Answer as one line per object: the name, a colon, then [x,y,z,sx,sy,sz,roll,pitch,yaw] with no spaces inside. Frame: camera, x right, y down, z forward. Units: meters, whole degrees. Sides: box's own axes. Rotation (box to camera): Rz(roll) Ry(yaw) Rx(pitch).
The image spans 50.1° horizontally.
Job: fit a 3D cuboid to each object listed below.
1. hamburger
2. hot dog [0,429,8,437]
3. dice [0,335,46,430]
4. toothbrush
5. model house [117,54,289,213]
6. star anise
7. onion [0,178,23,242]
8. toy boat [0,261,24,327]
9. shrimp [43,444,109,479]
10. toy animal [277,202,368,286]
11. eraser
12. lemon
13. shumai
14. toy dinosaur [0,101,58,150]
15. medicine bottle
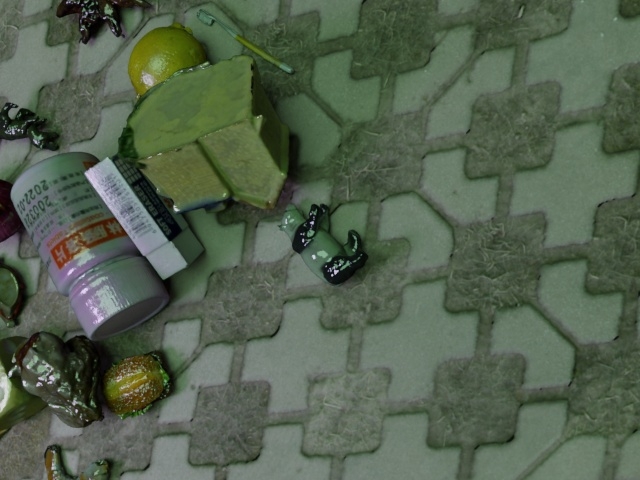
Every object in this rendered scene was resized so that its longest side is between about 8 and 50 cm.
hamburger: [-0.422,0.329,1.556,0.166,0.087,0.137,-23,80,13]
hot dog: [-0.804,0.480,1.678,0.090,0.034,0.030,-46,76,7]
dice: [-0.741,0.338,1.603,0.169,0.166,0.169,-36,78,11]
toothbrush: [-0.177,-0.458,1.585,0.288,0.021,0.024,36,106,16]
model house: [-0.216,-0.200,1.459,0.321,0.266,0.261,-17,46,16]
star anise: [-0.539,-0.614,1.658,0.272,0.102,0.272,-1,85,12]
onion: [-0.809,-0.070,1.668,0.177,0.153,0.177,-9,68,22]
toy boat: [-0.777,0.122,1.683,0.071,0.089,0.185,-29,75,56]
shrimp: [-0.575,0.530,1.610,0.161,0.049,0.166,-43,69,10]
toy animal: [0.000,0.000,1.468,0.225,0.094,0.121,45,107,13]
eraser: [-0.382,-0.060,1.502,0.086,0.130,0.287,-30,101,17]
lemon: [-0.344,-0.395,1.550,0.173,0.173,0.206,18,89,16]
shumai: [-0.596,0.315,1.528,0.184,0.185,0.218,-44,51,50]
toy dinosaur: [-0.758,-0.242,1.696,0.187,0.087,0.179,23,91,17]
medicine bottle: [-0.515,0.012,1.538,0.219,0.219,0.388,-33,77,11]
